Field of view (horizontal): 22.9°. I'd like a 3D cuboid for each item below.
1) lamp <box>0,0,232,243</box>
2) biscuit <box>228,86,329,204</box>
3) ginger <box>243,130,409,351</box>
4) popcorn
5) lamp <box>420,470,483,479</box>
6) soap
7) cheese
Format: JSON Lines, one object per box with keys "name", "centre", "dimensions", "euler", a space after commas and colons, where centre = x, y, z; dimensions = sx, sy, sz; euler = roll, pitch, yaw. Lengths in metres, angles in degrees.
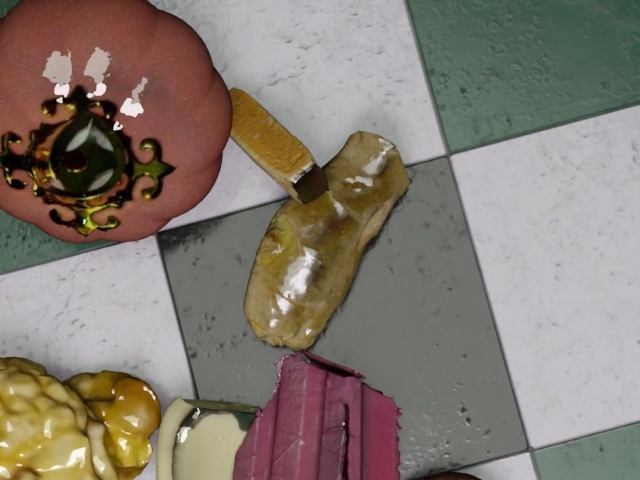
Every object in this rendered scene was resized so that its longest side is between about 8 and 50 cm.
{"name": "lamp", "centre": [-0.247, -0.146, 1.730], "dimensions": [0.305, 0.305, 0.239], "euler": [-1, 39, -1]}
{"name": "biscuit", "centre": [-0.057, -0.105, 1.769], "dimensions": [0.052, 0.056, 0.188], "euler": [-40, 47, -4]}
{"name": "ginger", "centre": [0.000, 0.000, 1.773], "dimensions": [0.116, 0.109, 0.263], "euler": [33, 84, 8]}
{"name": "popcorn", "centre": [-0.328, 0.244, 1.710], "dimensions": [0.332, 0.225, 0.265], "euler": [-41, 96, -25]}
{"name": "lamp", "centre": [0.128, 0.321, 1.728], "dimensions": [0.157, 0.135, 0.156], "euler": [-9, 120, -22]}
{"name": "soap", "centre": [-0.008, 0.255, 1.702], "dimensions": [0.182, 0.112, 0.289], "euler": [-21, 51, 34]}
{"name": "cheese", "centre": [-0.141, 0.299, 1.758], "dimensions": [0.127, 0.054, 0.251], "euler": [10, 97, -37]}
